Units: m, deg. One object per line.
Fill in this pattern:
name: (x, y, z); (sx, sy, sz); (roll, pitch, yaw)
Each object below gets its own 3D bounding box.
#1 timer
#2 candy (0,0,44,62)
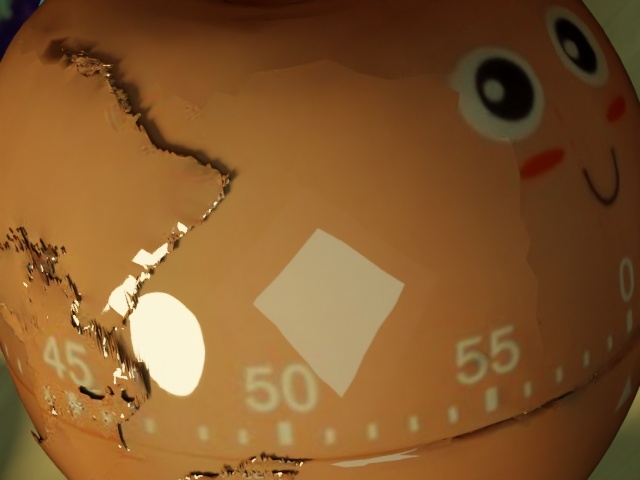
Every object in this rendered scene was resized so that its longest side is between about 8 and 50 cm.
timer: (0.000, 0.000, 0.462); (0.229, 0.229, 0.215); (-12, 117, 1)
candy: (-0.190, -0.154, 0.467); (0.275, 0.070, 0.145); (23, 103, -12)
